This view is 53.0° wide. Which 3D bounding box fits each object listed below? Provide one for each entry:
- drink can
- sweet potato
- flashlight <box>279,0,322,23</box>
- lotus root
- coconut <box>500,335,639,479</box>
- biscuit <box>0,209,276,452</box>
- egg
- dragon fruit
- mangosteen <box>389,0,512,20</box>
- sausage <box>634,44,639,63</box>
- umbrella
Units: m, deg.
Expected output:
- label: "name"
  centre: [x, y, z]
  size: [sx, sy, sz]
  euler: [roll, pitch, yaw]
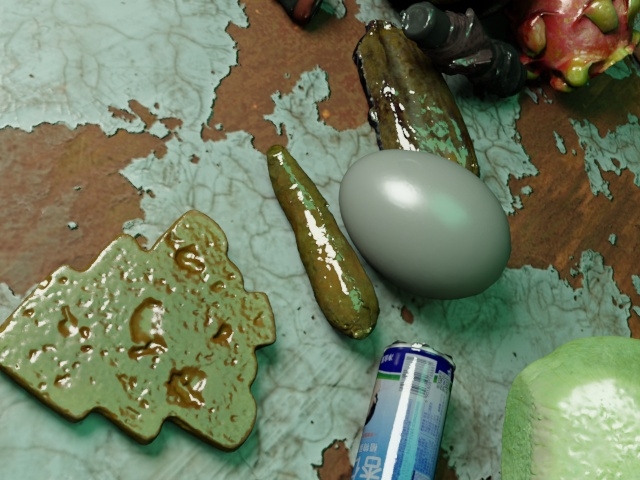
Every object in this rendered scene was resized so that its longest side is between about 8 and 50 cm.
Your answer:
- label: "drink can"
  centre: [0.092, 0.242, 0.743]
  size: [0.097, 0.097, 0.235]
  euler: [26, 60, -15]
- label: "sweet potato"
  centre: [0.000, 0.000, 0.816]
  size: [0.075, 0.075, 0.273]
  euler: [-16, 74, -31]
- label: "flashlight"
  centre: [-0.091, -0.421, 0.946]
  size: [0.232, 0.093, 0.093]
  euler: [36, 58, -3]
- label: "lotus root"
  centre: [0.155, -0.206, 0.977]
  size: [0.167, 0.078, 0.329]
  euler: [-11, 75, -32]
- label: "coconut"
  centre: [0.359, 0.272, 0.768]
  size: [0.328, 0.281, 0.328]
  euler: [56, 16, -25]
- label: "biscuit"
  centre: [-0.194, 0.095, 0.693]
  size: [0.301, 0.043, 0.278]
  euler: [1, 71, -25]
- label: "egg"
  centre: [0.129, -0.023, 0.828]
  size: [0.232, 0.176, 0.176]
  euler: [29, 59, -2]
- label: "dragon fruit"
  centre: [0.411, -0.409, 1.124]
  size: [0.227, 0.243, 0.307]
  euler: [-28, 44, -15]
- label: "mangosteen"
  centre: [0.190, -0.476, 0.985]
  size: [0.313, 0.297, 0.297]
  euler: [-29, 84, -30]
- label: "sausage"
  centre: [0.716, -0.340, 1.323]
  size: [0.065, 0.065, 0.169]
  euler: [-28, 84, -33]
- label: "umbrella"
  centre: [0.227, -0.292, 0.987]
  size: [0.326, 0.090, 0.094]
  euler: [10, 75, -50]
